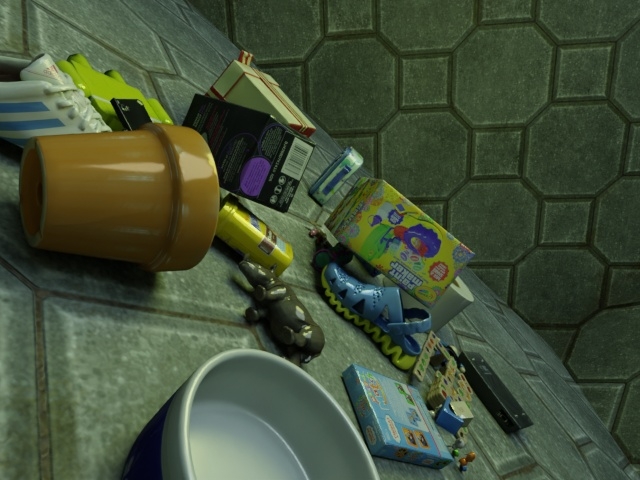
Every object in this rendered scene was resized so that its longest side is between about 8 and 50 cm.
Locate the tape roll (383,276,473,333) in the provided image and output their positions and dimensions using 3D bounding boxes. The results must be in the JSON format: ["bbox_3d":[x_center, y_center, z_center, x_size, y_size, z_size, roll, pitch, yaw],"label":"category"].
[{"bbox_3d":[0.346,0.156,1.432,0.246,0.169,0.246,40,18,-16],"label":"tape roll"}]

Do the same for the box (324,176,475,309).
[{"bbox_3d":[0.186,-0.006,1.150,0.290,0.177,0.279,37,5,-11],"label":"box"}]

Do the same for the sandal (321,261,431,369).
[{"bbox_3d":[0.139,0.153,1.047,0.317,0.138,0.126,41,20,-6],"label":"sandal"}]

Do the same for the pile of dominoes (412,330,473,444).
[{"bbox_3d":[0.318,0.342,1.078,0.196,0.040,0.251,53,27,3],"label":"pile of dominoes"}]

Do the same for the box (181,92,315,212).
[{"bbox_3d":[-0.171,-0.186,0.931,0.270,0.165,0.143,28,5,38],"label":"box"}]

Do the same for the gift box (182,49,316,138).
[{"bbox_3d":[-0.197,-0.335,1.210,0.258,0.255,0.276,48,15,6],"label":"gift box"}]

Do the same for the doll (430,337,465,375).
[{"bbox_3d":[0.366,0.334,1.280,0.129,0.046,0.189,52,20,19],"label":"doll"}]

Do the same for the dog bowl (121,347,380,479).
[{"bbox_3d":[-0.058,0.250,0.454,0.265,0.104,0.265,40,18,-16],"label":"dog bowl"}]

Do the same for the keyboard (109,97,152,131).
[{"bbox_3d":[-0.336,-0.182,0.835,0.180,0.023,0.108,64,20,-9],"label":"keyboard"}]

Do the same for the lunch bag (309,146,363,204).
[{"bbox_3d":[0.058,-0.234,1.586,0.090,0.219,0.176,41,19,-7],"label":"lunch bag"}]

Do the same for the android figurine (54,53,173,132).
[{"bbox_3d":[-0.422,-0.282,0.926,0.273,0.056,0.248,51,19,25],"label":"android figurine"}]

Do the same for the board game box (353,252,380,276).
[{"bbox_3d":[0.154,-0.014,1.403,0.047,0.160,0.210,-17,60,-43],"label":"board game box"}]

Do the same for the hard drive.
[{"bbox_3d":[0.519,0.454,1.333,0.172,0.054,0.255,22,29,-50],"label":"hard drive"}]

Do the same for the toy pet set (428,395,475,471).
[{"bbox_3d":[0.257,0.382,0.891,0.065,0.114,0.122,3,34,-21],"label":"toy pet set"}]

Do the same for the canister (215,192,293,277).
[{"bbox_3d":[-0.139,-0.008,0.885,0.170,0.073,0.126,40,8,-18],"label":"canister"}]

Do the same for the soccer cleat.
[{"bbox_3d":[-0.375,-0.174,0.641,0.331,0.143,0.116,27,24,-43],"label":"soccer cleat"}]

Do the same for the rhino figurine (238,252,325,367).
[{"bbox_3d":[-0.077,0.112,0.770,0.106,0.073,0.243,12,35,-52],"label":"rhino figurine"}]

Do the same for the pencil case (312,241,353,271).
[{"bbox_3d":[0.036,0.044,1.166,0.064,0.070,0.151,58,21,6],"label":"pencil case"}]

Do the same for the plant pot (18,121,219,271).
[{"bbox_3d":[-0.266,-0.056,0.571,0.188,0.205,0.205,-3,47,-45],"label":"plant pot"}]

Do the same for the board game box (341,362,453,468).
[{"bbox_3d":[0.143,0.327,0.822,0.211,0.039,0.160,33,21,-36],"label":"board game box"}]

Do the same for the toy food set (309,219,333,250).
[{"bbox_3d":[0.000,0.000,1.274,0.078,0.019,0.122,22,36,-49],"label":"toy food set"}]
